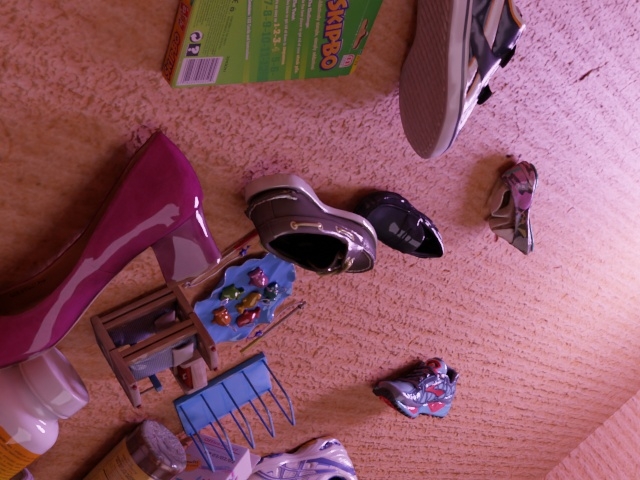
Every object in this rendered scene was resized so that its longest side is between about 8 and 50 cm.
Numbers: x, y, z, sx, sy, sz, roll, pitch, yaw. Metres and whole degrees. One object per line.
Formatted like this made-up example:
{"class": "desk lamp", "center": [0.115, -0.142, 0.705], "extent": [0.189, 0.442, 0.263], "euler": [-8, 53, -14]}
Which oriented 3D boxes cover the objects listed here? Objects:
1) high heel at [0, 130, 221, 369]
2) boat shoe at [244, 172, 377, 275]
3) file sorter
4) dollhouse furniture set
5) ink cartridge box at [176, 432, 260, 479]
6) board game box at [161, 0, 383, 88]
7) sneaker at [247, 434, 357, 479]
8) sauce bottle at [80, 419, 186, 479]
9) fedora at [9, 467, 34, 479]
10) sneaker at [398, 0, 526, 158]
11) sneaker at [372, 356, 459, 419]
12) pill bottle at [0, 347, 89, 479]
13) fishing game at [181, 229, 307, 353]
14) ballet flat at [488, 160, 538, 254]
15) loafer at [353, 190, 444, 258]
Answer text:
{"class": "high heel", "center": [-0.313, 0.015, 1.127], "extent": [0.377, 0.127, 0.181], "euler": [-26, 118, -11]}
{"class": "boat shoe", "center": [-0.004, 0.002, 1.364], "extent": [0.109, 0.091, 0.305], "euler": [-22, 152, 23]}
{"class": "file sorter", "center": [-0.140, 0.293, 1.616], "extent": [0.170, 0.104, 0.118], "euler": [-28, 146, -16]}
{"class": "dollhouse furniture set", "center": [-0.226, 0.180, 1.359], "extent": [0.129, 0.129, 0.183], "euler": [-25, 146, -20]}
{"class": "ink cartridge box", "center": [-0.190, 0.399, 1.656], "extent": [0.181, 0.104, 0.061], "euler": [-50, 145, -48]}
{"class": "board game box", "center": [-0.048, -0.238, 1.095], "extent": [0.259, 0.039, 0.124], "euler": [-9, 139, -35]}
{"class": "sneaker", "center": [-0.058, 0.498, 1.938], "extent": [0.296, 0.131, 0.112], "euler": [-18, 145, -26]}
{"class": "sauce bottle", "center": [-0.366, 0.442, 1.576], "extent": [0.344, 0.111, 0.111], "euler": [-45, 148, 13]}
{"class": "fedora", "center": [-0.479, 0.392, 1.330], "extent": [0.275, 0.244, 0.124], "euler": [-15, 115, -26]}
{"class": "sneaker", "center": [0.188, -0.243, 1.238], "extent": [0.127, 0.126, 0.321], "euler": [-18, 142, -20]}
{"class": "sneaker", "center": [0.202, 0.292, 1.993], "extent": [0.262, 0.104, 0.125], "euler": [14, 104, -57]}
{"class": "pill bottle", "center": [-0.425, 0.241, 1.230], "extent": [0.246, 0.136, 0.136], "euler": [-37, 148, -2]}
{"class": "fishing game", "center": [-0.112, 0.096, 1.455], "extent": [0.189, 0.041, 0.264], "euler": [-36, 148, -9]}
{"class": "ballet flat", "center": [0.337, -0.051, 1.698], "extent": [0.079, 0.077, 0.221], "euler": [-15, 140, -3]}
{"class": "loafer", "center": [0.130, -0.020, 1.510], "extent": [0.076, 0.078, 0.223], "euler": [-47, 147, 14]}
